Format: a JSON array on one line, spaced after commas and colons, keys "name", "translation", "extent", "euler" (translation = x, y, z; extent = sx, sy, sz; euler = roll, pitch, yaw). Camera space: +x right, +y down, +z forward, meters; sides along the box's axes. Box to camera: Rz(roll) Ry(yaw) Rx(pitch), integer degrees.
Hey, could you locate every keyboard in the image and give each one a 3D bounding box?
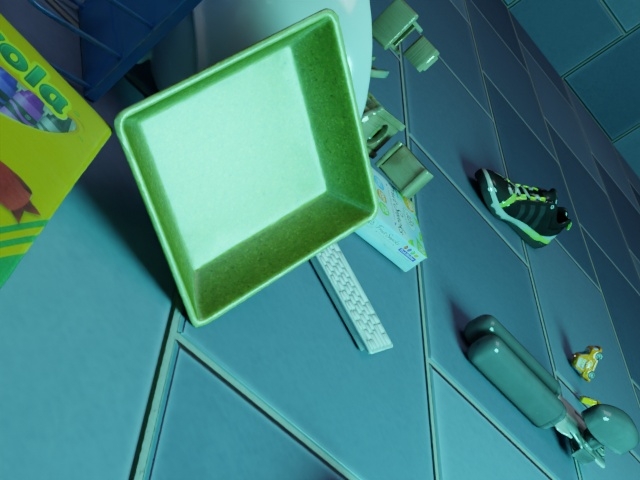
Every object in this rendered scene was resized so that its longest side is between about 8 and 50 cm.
[{"name": "keyboard", "translation": [0.000, 0.000, 0.964], "extent": [0.256, 0.014, 0.072], "euler": [61, 24, 11]}]

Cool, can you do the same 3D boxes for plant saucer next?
[{"name": "plant saucer", "translation": [-0.055, -0.059, 0.716], "extent": [0.045, 0.188, 0.188], "euler": [32, -35, 46]}]

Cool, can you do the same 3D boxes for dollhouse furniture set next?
[{"name": "dollhouse furniture set", "translation": [0.090, -0.175, 1.116], "extent": [0.182, 0.161, 0.101], "euler": [50, 12, 21]}]

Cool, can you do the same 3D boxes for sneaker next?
[{"name": "sneaker", "translation": [0.351, -0.072, 1.615], "extent": [0.235, 0.097, 0.084], "euler": [33, 32, -42]}]

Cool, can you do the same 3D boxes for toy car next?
[{"name": "toy car", "translation": [0.402, 0.198, 1.424], "extent": [0.041, 0.060, 0.122], "euler": [21, 21, -1]}]

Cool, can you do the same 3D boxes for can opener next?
[{"name": "can opener", "translation": [0.297, 0.185, 1.186], "extent": [0.283, 0.095, 0.076], "euler": [44, 26, -26]}]

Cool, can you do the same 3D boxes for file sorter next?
[{"name": "file sorter", "translation": [-0.167, -0.220, 0.739], "extent": [0.104, 0.170, 0.118], "euler": [28, 36, -42]}]

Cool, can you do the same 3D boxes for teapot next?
[{"name": "teapot", "translation": [-0.079, -0.186, 0.844], "extent": [0.256, 0.187, 0.252], "euler": [-142, -133, -65]}]

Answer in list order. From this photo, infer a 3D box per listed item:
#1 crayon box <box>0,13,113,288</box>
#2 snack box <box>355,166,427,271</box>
[{"name": "crayon box", "translation": [-0.239, -0.069, 0.518], "extent": [0.202, 0.081, 0.318], "euler": [46, 25, -20]}, {"name": "snack box", "translation": [0.061, -0.039, 1.099], "extent": [0.141, 0.037, 0.100], "euler": [38, 30, -34]}]
